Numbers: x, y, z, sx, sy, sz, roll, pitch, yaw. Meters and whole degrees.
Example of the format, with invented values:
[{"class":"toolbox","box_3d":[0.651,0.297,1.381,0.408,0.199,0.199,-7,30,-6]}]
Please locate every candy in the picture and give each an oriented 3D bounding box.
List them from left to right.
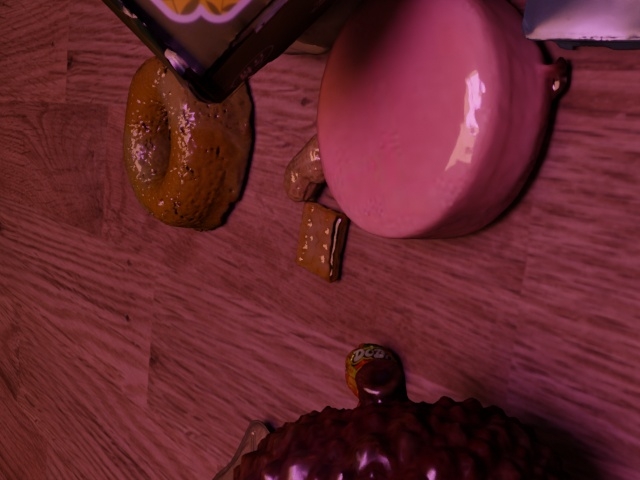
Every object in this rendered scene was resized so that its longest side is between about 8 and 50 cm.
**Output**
[{"class":"candy","box_3d":[0.047,0.204,0.838,0.060,0.060,0.201,31,122,49]},{"class":"candy","box_3d":[0.098,-0.122,0.720,0.255,0.094,0.255,-1,89,54]}]

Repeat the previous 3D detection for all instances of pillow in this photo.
[{"class":"pillow","box_3d":[-0.099,0.341,1.037,0.130,0.033,0.217,59,133,31]}]

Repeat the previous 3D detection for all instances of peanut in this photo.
[{"class":"peanut","box_3d":[-0.008,-0.084,0.899,0.113,0.053,0.054,-45,55,46]}]

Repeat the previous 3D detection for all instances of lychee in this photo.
[{"class":"lychee","box_3d":[0.060,0.259,0.611,0.306,0.306,0.331,-18,71,52]}]

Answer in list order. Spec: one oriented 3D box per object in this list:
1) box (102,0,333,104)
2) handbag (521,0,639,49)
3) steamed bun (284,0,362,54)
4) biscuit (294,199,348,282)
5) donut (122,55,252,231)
[{"class":"box","box_3d":[-0.070,-0.382,0.606,0.420,0.138,0.373,-44,90,2]},{"class":"handbag","box_3d":[0.235,-0.255,0.576,0.144,0.057,0.221,13,99,45]},{"class":"steamed bun","box_3d":[-0.081,-0.375,0.830,0.367,0.255,0.343,27,110,48]},{"class":"biscuit","box_3d":[0.000,0.000,0.915,0.081,0.018,0.083,23,108,51]},{"class":"donut","box_3d":[-0.204,-0.144,1.119,0.272,0.107,0.272,3,94,55]}]
